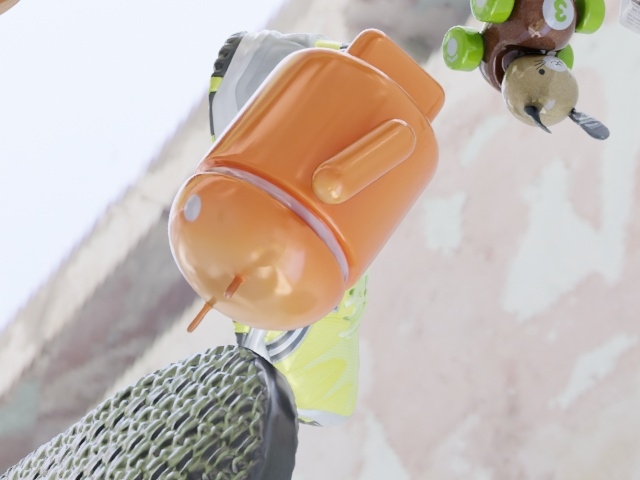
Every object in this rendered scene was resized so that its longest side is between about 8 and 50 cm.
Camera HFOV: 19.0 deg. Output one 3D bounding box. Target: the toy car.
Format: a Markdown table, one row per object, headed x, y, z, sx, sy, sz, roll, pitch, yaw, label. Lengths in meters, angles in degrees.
| x | y | z | sx | sy | sz | roll | pitch | yaw | label |
| --- | --- | --- | --- | --- | --- | --- | --- | --- | --- |
| 0.250 | -0.187 | 2.137 | 0.149 | 0.155 | 0.188 | -60 | -141 | 40 | toy car |

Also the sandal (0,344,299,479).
| x | y | z | sx | sy | sz | roll | pitch | yaw | label |
| --- | --- | --- | --- | --- | --- | --- | --- | --- | --- |
| -0.104 | 0.171 | 1.124 | 0.446 | 0.107 | 0.167 | -27 | -146 | 58 | sandal |

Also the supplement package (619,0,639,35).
| x | y | z | sx | sy | sz | roll | pitch | yaw | label |
| --- | --- | --- | --- | --- | --- | --- | --- | --- | --- |
| 0.385 | -0.276 | 1.526 | 0.198 | 0.199 | 0.263 | 41 | -40 | 45 | supplement package |

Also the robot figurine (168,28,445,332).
| x | y | z | sx | sy | sz | roll | pitch | yaw | label |
| --- | --- | --- | --- | --- | --- | --- | --- | --- | --- |
| -0.010 | -0.034 | 1.208 | 0.158 | 0.128 | 0.219 | 17 | -121 | 36 | robot figurine |

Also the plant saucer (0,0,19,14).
| x | y | z | sx | sy | sz | roll | pitch | yaw | label |
| --- | --- | --- | --- | --- | --- | --- | --- | --- | --- |
| -0.293 | -0.277 | 1.618 | 0.037 | 0.200 | 0.200 | 19 | -93 | 39 | plant saucer |

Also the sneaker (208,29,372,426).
| x | y | z | sx | sy | sz | roll | pitch | yaw | label |
| --- | --- | --- | --- | --- | --- | --- | --- | --- | --- |
| 0.000 | 0.000 | 1.720 | 0.147 | 0.385 | 0.145 | -1 | -154 | 17 | sneaker |
